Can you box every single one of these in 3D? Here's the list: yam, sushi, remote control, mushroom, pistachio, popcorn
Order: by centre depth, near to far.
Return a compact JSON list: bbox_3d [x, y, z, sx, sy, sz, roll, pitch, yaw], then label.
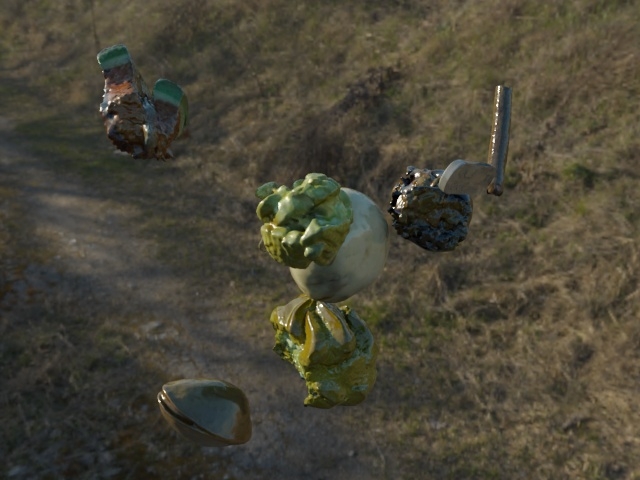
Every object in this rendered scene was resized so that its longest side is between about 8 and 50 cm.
[{"bbox_3d":[-0.033,-0.039,1.332,0.185,0.188,0.167,-1,-6,20],"label":"popcorn"},{"bbox_3d":[0.319,-0.135,1.502,0.022,0.077,0.245,42,23,25],"label":"remote control"},{"bbox_3d":[0.425,-0.235,1.656,0.046,0.264,0.046,6,-4,0],"label":"yam"},{"bbox_3d":[-0.283,0.428,1.727,0.212,0.163,0.260,31,6,35],"label":"pistachio"},{"bbox_3d":[0.283,-0.092,1.828,0.200,0.213,0.204,23,10,-13],"label":"sushi"},{"bbox_3d":[0.000,0.000,1.841,0.336,0.314,0.314,11,26,34],"label":"mushroom"}]

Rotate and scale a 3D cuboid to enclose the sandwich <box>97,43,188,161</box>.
[{"bbox_3d":[-0.360,-0.274,1.475,0.162,0.250,0.301,-22,38,1],"label":"sandwich"}]

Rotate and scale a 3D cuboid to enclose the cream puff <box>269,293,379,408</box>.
[{"bbox_3d":[0.033,0.279,1.913,0.274,0.270,0.323,-15,51,-32],"label":"cream puff"}]
